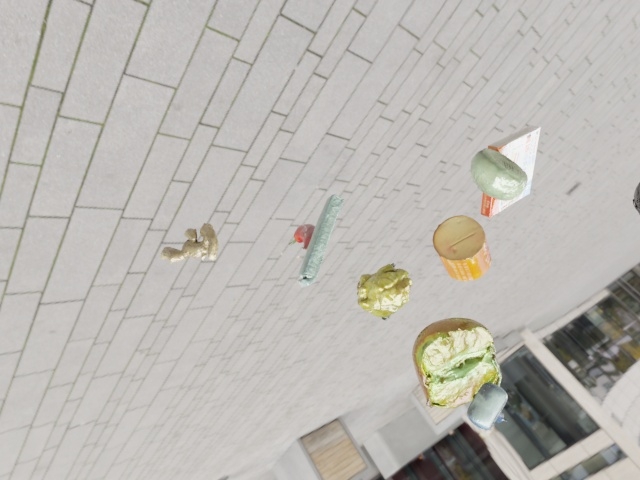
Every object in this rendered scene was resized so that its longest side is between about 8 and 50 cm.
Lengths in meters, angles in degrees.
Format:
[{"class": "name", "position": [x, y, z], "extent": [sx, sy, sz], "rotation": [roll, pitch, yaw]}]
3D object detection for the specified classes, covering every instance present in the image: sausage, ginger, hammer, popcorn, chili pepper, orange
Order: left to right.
[{"class": "ginger", "position": [-0.478, 0.013, 1.624], "extent": [0.258, 0.149, 0.065], "rotation": [-8, 153, 24]}, {"class": "chili pepper", "position": [-0.072, -0.021, 2.032], "extent": [0.137, 0.092, 0.368], "rotation": [-36, -173, -9]}, {"class": "popcorn", "position": [0.275, 0.226, 1.916], "extent": [0.252, 0.215, 0.286], "rotation": [-17, 157, -10]}, {"class": "orange", "position": [0.432, 0.386, 1.414], "extent": [0.262, 0.335, 0.196], "rotation": [-21, -164, 12]}, {"class": "sausage", "position": [0.661, 0.042, 2.043], "extent": [0.233, 0.233, 0.287], "rotation": [-39, 146, 3]}, {"class": "hammer", "position": [0.458, 0.451, 1.168], "extent": [0.116, 0.069, 0.194], "rotation": [-56, 135, -9]}]

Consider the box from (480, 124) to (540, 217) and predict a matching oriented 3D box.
[{"class": "box", "position": [0.692, -0.252, 1.604], "extent": [0.264, 0.048, 0.273], "rotation": [-28, 127, -28]}]

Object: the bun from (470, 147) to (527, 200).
[{"class": "bun", "position": [0.557, -0.208, 1.407], "extent": [0.195, 0.195, 0.118], "rotation": [-8, 140, -42]}]

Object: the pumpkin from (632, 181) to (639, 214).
[{"class": "pumpkin", "position": [1.086, -0.125, 1.339], "extent": [0.163, 0.233, 0.233], "rotation": [-45, 152, -6]}]

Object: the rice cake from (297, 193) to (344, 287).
[{"class": "rice cake", "position": [0.000, 0.000, 1.493], "extent": [0.336, 0.063, 0.066], "rotation": [-68, -166, -19]}]
